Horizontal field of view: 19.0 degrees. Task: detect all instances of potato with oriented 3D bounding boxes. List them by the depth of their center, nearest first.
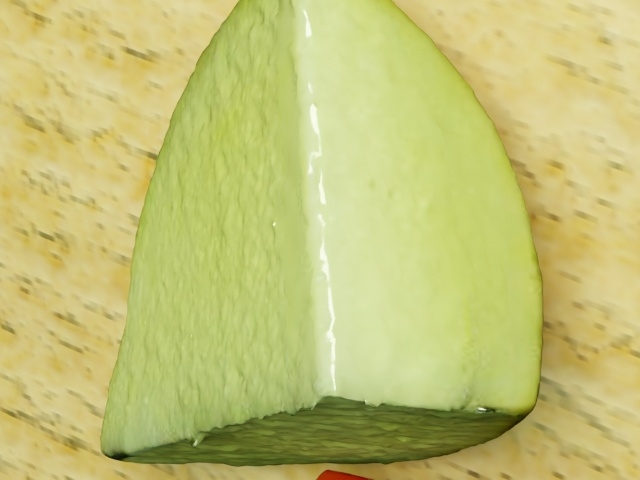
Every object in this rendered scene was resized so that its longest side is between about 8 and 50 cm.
[{"bbox_3d":[0.000,0.000,0.543,0.149,0.081,0.120,-23,64,59],"label":"potato"}]

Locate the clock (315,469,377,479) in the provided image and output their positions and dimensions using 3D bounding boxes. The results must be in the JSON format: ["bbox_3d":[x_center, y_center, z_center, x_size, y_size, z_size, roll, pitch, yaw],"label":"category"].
[{"bbox_3d":[0.061,0.135,0.550,0.155,0.061,0.113,11,131,25],"label":"clock"}]
